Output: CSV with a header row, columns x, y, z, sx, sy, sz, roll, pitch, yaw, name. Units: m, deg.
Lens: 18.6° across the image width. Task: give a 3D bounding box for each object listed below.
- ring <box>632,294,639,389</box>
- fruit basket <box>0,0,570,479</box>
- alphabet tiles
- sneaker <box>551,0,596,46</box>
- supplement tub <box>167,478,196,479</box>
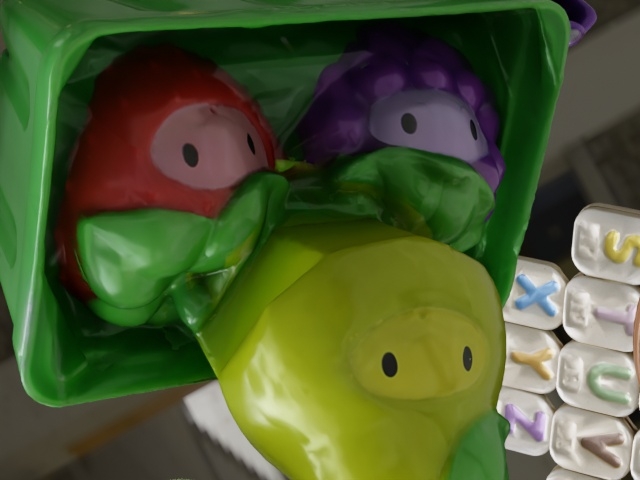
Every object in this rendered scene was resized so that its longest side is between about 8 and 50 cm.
x,y,z,sx,sy,sz,roll,pitch,yaw,name
0.331,0.031,1.030,0.032,0.337,0.336,-95,-20,-49,ring
0.000,0.000,1.188,0.392,0.392,0.283,-113,29,-59,fruit basket
0.253,0.115,1.543,0.021,0.278,0.284,-33,-49,-58,alphabet tiles
0.141,-0.232,1.377,0.095,0.104,0.236,-41,-54,-51,sneaker
-0.111,0.256,1.202,0.144,0.199,0.144,29,-151,-18,supplement tub
